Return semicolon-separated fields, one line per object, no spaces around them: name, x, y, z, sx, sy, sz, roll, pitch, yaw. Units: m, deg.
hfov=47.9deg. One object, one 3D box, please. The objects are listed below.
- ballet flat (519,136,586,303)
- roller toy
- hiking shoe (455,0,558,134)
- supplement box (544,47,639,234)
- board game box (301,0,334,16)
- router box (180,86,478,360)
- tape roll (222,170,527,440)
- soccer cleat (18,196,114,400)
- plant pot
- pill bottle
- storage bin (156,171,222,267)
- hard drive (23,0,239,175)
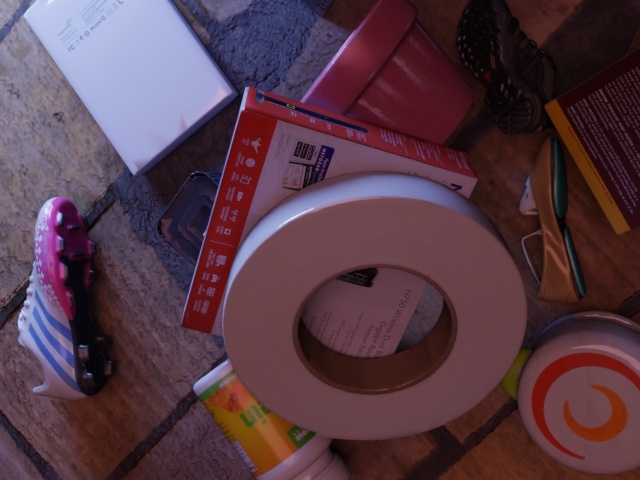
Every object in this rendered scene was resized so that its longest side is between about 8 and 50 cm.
ballet flat;0.310;-0.024;0.993;0.073;0.080;0.232;-9;91;29
roller toy;0.368;0.198;0.959;0.191;0.146;0.209;-38;84;25
hiking shoe;0.264;-0.242;0.987;0.086;0.114;0.227;-35;61;49
supplement box;0.425;-0.142;0.882;0.194;0.129;0.191;-32;85;46
board game box;0.014;-0.436;0.892;0.079;0.336;0.254;41;103;7
router box;0.000;0.000;0.959;0.301;0.082;0.335;15;120;-10
tape roll;0.067;0.099;0.931;0.392;0.072;0.392;-1;121;-1
soccer cleat;-0.435;0.100;1.159;0.143;0.116;0.331;-7;93;14
plant pot;0.100;-0.207;0.976;0.180;0.201;0.201;36;102;-8
pill bottle;-0.066;0.277;1.075;0.136;0.136;0.246;-38;86;14
storage bin;-0.141;-0.010;1.096;0.180;0.084;0.122;39;102;7
hard drive;-0.301;-0.292;1.132;0.210;0.040;0.319;-37;86;14
